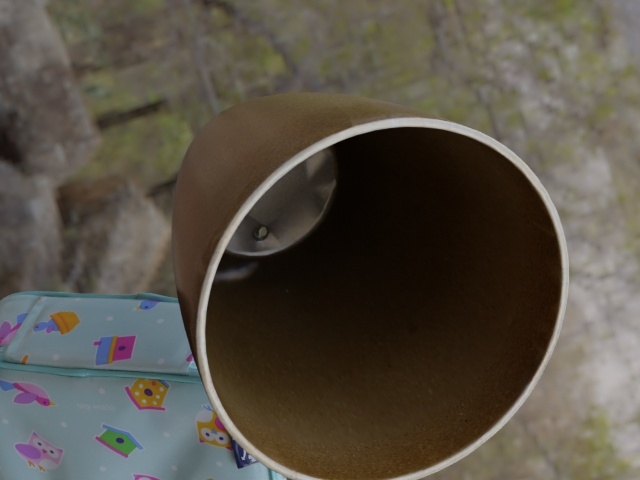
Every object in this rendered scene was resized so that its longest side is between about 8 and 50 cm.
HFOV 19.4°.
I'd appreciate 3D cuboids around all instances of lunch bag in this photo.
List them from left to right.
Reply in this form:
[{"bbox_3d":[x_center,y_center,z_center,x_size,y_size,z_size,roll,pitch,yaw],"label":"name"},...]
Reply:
[{"bbox_3d":[-0.136,0.156,1.485,0.108,0.279,0.224,-62,150,-50],"label":"lunch bag"}]

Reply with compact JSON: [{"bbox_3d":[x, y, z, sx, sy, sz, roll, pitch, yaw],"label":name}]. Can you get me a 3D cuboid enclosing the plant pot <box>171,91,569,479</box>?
[{"bbox_3d":[0.000,0.000,1.215,0.254,0.237,0.237,46,-21,62],"label":"plant pot"}]
